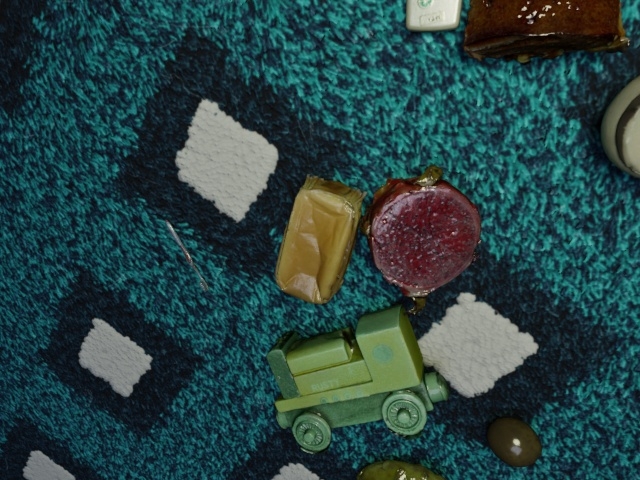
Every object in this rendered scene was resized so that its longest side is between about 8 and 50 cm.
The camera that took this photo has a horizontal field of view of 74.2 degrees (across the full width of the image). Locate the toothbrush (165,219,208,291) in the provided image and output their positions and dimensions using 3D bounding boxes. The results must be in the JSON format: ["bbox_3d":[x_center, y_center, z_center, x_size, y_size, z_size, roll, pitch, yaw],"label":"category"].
[{"bbox_3d":[-0.313,0.037,0.992,0.013,0.019,0.193,-22,102,21],"label":"toothbrush"}]

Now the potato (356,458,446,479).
[{"bbox_3d":[0.195,0.595,1.030,0.226,0.090,0.117,-10,107,19],"label":"potato"}]

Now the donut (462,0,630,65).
[{"bbox_3d":[0.331,-0.332,0.622,0.187,0.144,0.126,6,96,50],"label":"donut"}]

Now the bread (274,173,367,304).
[{"bbox_3d":[0.000,0.000,0.849,0.136,0.107,0.240,19,113,10],"label":"bread"}]

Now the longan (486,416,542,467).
[{"bbox_3d":[0.413,0.435,0.917,0.106,0.106,0.119,31,156,2],"label":"longan"}]

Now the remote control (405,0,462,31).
[{"bbox_3d":[0.184,-0.454,0.662,0.090,0.049,0.230,5,113,15],"label":"remote control"}]

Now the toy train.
[{"bbox_3d":[0.061,0.299,0.925,0.398,0.160,0.253,-19,97,20],"label":"toy train"}]

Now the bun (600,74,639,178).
[{"bbox_3d":[0.519,-0.179,0.641,0.173,0.119,0.172,5,118,10],"label":"bun"}]

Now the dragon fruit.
[{"bbox_3d":[0.177,-0.012,0.792,0.211,0.147,0.281,3,114,4],"label":"dragon fruit"}]
